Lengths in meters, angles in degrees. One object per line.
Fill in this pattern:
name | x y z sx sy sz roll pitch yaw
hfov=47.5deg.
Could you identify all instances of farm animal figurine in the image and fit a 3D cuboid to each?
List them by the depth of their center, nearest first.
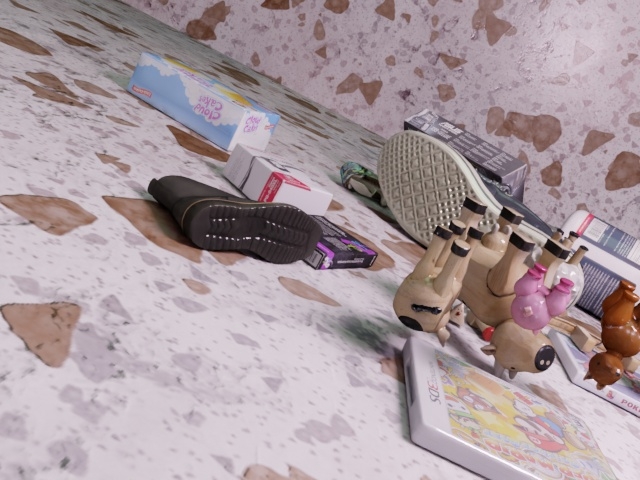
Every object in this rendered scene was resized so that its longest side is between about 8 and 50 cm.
farm animal figurine | 0.217 0.072 0.891 0.330 0.172 0.327 19 20 -16

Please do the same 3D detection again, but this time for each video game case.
video game case | 0.191 0.190 0.733 0.227 0.026 0.206 27 15 -3
video game case | 0.454 0.213 1.125 0.183 0.023 0.201 27 15 1

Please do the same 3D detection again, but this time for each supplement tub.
supplement tub | 0.632 0.073 1.588 0.272 0.191 0.191 33 16 19

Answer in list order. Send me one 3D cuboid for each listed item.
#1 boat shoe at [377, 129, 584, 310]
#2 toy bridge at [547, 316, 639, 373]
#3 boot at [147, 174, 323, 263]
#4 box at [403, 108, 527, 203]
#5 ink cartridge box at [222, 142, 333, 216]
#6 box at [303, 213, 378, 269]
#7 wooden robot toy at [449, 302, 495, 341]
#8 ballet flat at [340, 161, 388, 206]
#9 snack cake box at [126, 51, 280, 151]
boat shoe | 0.302 -0.036 1.415 0.500 0.187 0.156 43 19 28
toy bridge | 0.419 0.157 1.161 0.188 0.026 0.063 26 13 -7
boot | -0.105 -0.038 0.912 0.198 0.077 0.137 15 14 -43
box | 0.311 -0.123 1.622 0.076 0.242 0.307 -28 44 -23
ink cartridge box | -0.070 -0.090 1.158 0.109 0.063 0.150 13 21 -44
box | 0.000 0.000 1.044 0.116 0.029 0.162 36 18 27
wooden robot toy | 0.261 0.102 1.053 0.173 0.079 0.076 20 16 -25
ballet flat | 0.125 -0.108 1.601 0.188 0.070 0.070 22 15 -11
snack cake box | -0.233 -0.275 1.457 0.264 0.089 0.152 31 14 17
